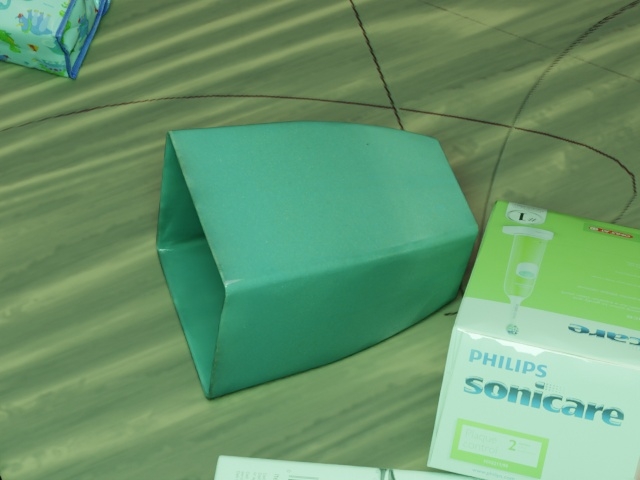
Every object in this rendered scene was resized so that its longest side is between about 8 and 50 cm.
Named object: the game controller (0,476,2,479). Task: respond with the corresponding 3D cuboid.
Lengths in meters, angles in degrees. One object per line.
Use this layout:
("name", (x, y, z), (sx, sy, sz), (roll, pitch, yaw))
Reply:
("game controller", (-0.345, 0.186, 1.391), (0.166, 0.067, 0.319), (-21, 58, -15))

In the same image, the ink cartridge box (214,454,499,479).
("ink cartridge box", (0.024, 0.253, 1.288), (0.219, 0.092, 0.160), (4, 60, 9))

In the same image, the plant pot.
("plant pot", (0.000, 0.000, 1.473), (0.234, 0.165, 0.165), (-11, 56, -17))

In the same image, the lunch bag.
("lunch bag", (-0.272, -0.243, 1.672), (0.129, 0.096, 0.151), (13, 66, 8))

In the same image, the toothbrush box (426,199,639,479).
("toothbrush box", (0.210, 0.085, 1.360), (0.206, 0.122, 0.283), (12, 21, 7))
